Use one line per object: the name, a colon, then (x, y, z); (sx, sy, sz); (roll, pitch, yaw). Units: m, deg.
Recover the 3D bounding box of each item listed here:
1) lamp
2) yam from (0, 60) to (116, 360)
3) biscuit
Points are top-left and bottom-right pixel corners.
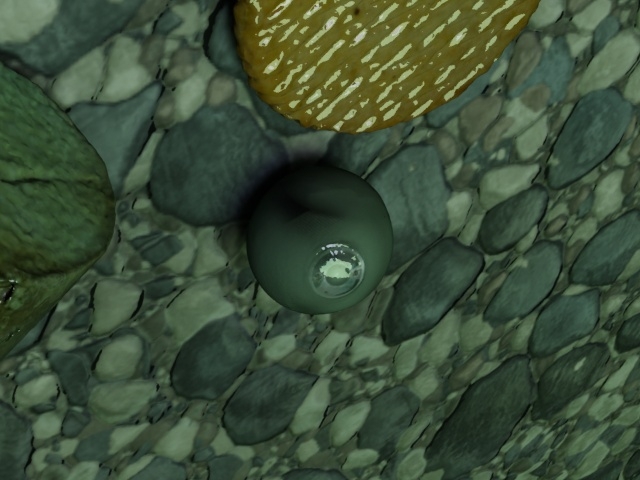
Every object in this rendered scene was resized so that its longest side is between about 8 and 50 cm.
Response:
lamp: (0.000, 0.000, 0.896); (0.105, 0.105, 0.105); (-23, 141, -20)
yam: (-0.259, 0.041, 0.676); (0.304, 0.168, 0.168); (-44, 143, 9)
biscuit: (0.055, -0.173, 0.815); (0.254, 0.035, 0.254); (-24, 140, -21)
